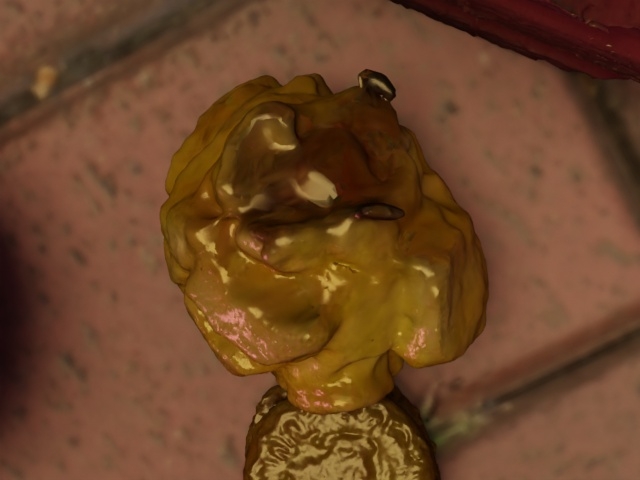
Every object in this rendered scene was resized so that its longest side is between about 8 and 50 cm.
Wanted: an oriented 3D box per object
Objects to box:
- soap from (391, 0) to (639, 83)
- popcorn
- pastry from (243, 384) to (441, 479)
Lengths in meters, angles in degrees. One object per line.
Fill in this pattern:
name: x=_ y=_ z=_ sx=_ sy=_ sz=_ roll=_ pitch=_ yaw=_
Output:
soap: x=0.067 y=-0.151 z=0.515 sx=0.289 sy=0.182 sz=0.112 roll=27 pitch=98 yaw=10
popcorn: x=0.000 y=0.000 z=0.557 sx=0.167 sy=0.152 sz=0.148 roll=42 pitch=54 yaw=11
pastry: x=0.009 y=0.116 z=0.596 sx=0.109 sy=0.057 sz=0.097 roll=44 pitch=97 yaw=5
